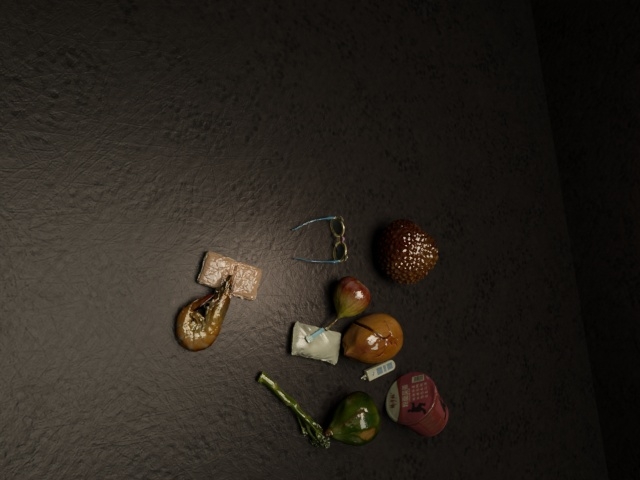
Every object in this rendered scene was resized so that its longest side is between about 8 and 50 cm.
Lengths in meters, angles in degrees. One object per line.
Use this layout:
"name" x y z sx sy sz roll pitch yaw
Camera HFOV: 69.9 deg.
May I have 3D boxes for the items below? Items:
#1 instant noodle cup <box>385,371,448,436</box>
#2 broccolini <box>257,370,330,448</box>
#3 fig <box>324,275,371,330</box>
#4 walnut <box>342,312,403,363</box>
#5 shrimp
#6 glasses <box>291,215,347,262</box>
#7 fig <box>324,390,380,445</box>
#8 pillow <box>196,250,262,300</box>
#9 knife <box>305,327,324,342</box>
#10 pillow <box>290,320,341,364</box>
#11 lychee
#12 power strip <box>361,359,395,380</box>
"instant noodle cup" 0.416 0.700 1.923 0.178 0.234 0.235 49 61 -28
"broccolini" -0.105 0.637 1.699 0.392 0.079 0.074 47 72 -10
"fig" 0.095 0.255 1.841 0.231 0.143 0.160 -46 116 8
"walnut" 0.209 0.402 1.840 0.298 0.203 0.203 -19 94 -41
"shrimp" -0.389 0.236 1.550 0.152 0.063 0.287 26 80 -21
"glasses" -0.010 0.003 1.851 0.220 0.088 0.190 -5 87 -13
"fig" 0.112 0.690 1.753 0.244 0.195 0.195 -10 89 -22
"pillow" -0.318 0.128 1.634 0.232 0.043 0.126 24 76 -30
"knife" -0.019 0.361 1.755 0.096 0.010 0.027 -25 75 -41
"pillow" -0.015 0.401 1.781 0.229 0.051 0.128 21 71 -29
"lychee" 0.360 0.053 1.960 0.267 0.267 0.268 5 81 -32
"power strip" 0.244 0.549 1.939 0.191 0.030 0.048 -14 90 -34
